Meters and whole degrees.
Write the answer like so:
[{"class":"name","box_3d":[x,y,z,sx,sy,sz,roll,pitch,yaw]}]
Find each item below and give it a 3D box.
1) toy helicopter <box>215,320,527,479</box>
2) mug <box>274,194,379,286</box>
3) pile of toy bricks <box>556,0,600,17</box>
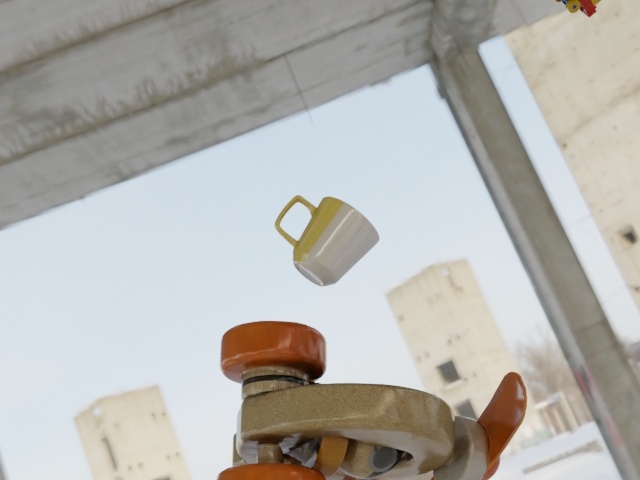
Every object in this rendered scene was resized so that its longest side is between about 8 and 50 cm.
[{"class":"toy helicopter","box_3d":[0.044,0.187,0.870,0.235,0.140,0.355,-1,-26,2]},{"class":"mug","box_3d":[0.003,0.003,0.892,0.064,0.078,0.062,-52,-38,-16]},{"class":"pile of toy bricks","box_3d":[0.217,-0.314,0.929,0.105,0.118,0.212,-39,-44,7]}]
